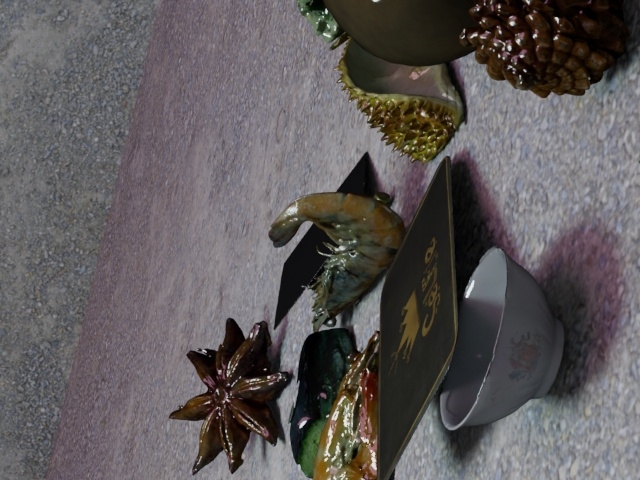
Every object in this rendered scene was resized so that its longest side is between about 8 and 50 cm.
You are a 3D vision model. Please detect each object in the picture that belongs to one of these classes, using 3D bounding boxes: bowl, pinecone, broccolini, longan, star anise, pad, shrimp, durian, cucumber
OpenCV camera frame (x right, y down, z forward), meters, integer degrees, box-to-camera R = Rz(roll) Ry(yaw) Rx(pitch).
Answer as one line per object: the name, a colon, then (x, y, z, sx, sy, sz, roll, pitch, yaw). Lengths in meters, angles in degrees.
bowl: (0.188, 0.107, 1.432, 0.189, 0.086, 0.189, -164, 90, -82)
pinecone: (0.226, -0.222, 1.417, 0.173, 0.173, 0.174, -170, 90, -71)
broccolini: (0.037, 0.004, 2.003, 0.239, 0.054, 0.051, -50, 21, 52)
longan: (0.118, -0.318, 1.622, 0.258, 0.258, 0.258, -170, 90, -71)
star anise: (-0.126, 0.251, 2.284, 0.272, 0.102, 0.272, -16, 67, 41)
pad: (0.094, 0.052, 1.638, 0.375, 0.063, 0.315, -87, 18, -53)
shrimp: (0.000, 0.028, 1.905, 0.296, 0.169, 0.058, 122, 164, -48)
shrimp: (0.050, 0.252, 1.832, 0.154, 0.062, 0.295, 18, 101, 59)
durian: (0.110, -0.191, 1.843, 0.139, 0.144, 0.252, -29, 34, 18)
pad: (0.000, 0.000, 2.042, 0.243, 0.004, 0.164, -53, 17, 31)
cucumber: (0.001, 0.216, 1.960, 0.115, 0.085, 0.193, 123, 157, -53)

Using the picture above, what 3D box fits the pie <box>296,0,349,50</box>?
pie: (0.057, -0.405, 1.823, 0.296, 0.078, 0.371, -51, -19, -8)
